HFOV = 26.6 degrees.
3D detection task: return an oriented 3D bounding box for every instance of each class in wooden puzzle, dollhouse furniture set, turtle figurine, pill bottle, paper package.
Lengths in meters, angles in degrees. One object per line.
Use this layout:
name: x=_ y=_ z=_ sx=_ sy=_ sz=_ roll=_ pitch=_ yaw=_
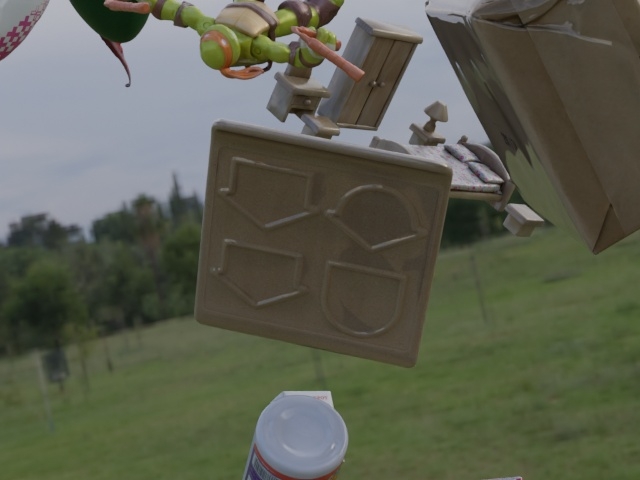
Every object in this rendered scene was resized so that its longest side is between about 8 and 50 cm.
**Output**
wooden puzzle: x=0.000 y=0.000 z=1.845 sx=0.322 sy=0.348 sz=0.080 roll=12 pitch=34 yaw=6
dollhouse furniture set: x=0.149 y=-0.173 z=2.015 sx=0.303 sy=0.174 sz=0.355 roll=1 pitch=33 yaw=-43
turtle figurine: x=-0.057 y=-0.208 z=1.330 sx=0.269 sy=0.087 sz=0.217 roll=16 pitch=32 yaw=17
pill bottle: x=-0.036 y=0.277 z=1.593 sx=0.108 sy=0.108 sz=0.193 roll=-11 pitch=-37 yaw=-22
paper package: x=0.273 y=-0.172 z=1.531 sx=0.168 sy=0.309 sz=0.325 roll=-30 pitch=12 yaw=2

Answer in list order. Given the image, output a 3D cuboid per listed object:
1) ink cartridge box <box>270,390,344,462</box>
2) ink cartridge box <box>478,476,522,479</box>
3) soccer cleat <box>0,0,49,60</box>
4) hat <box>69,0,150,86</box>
ink cartridge box: x=-0.023 y=0.332 z=2.355 sx=0.099 sy=0.135 sz=0.056 roll=2 pitch=-30 yaw=-28
ink cartridge box: x=0.183 y=0.390 z=1.444 sx=0.100 sy=0.172 sz=0.237 roll=-7 pitch=-42 yaw=1
soccer cleat: x=-0.418 y=-0.226 z=1.459 sx=0.331 sy=0.116 sz=0.143 roll=-39 pitch=5 yaw=-23
hat: x=-0.284 y=-0.272 z=1.798 sx=0.208 sy=0.183 sz=0.173 roll=-5 pitch=23 yaw=-42
